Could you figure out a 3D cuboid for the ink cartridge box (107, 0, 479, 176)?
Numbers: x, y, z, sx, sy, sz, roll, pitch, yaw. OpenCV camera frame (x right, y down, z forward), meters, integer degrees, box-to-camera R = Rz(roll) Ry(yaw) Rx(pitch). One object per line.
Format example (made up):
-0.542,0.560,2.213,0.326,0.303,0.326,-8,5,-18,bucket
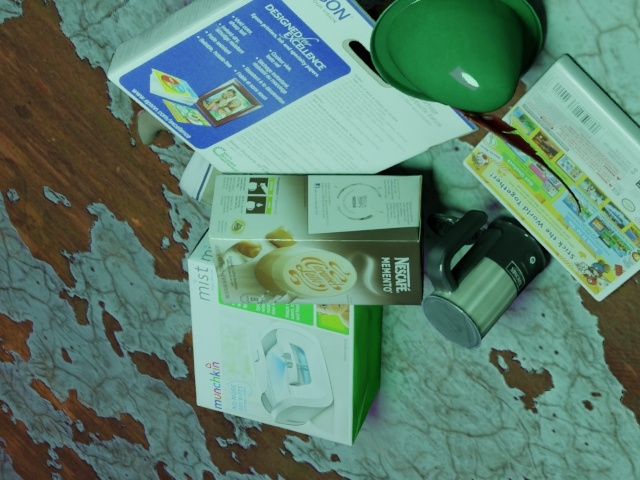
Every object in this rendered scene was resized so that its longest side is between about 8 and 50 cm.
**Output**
-0.029,-0.176,1.758,0.307,0.072,0.303,-25,131,31,ink cartridge box

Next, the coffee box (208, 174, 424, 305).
0.000,0.000,1.848,0.246,0.098,0.141,0,145,6,coffee box

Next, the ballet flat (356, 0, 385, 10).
0.050,-0.318,1.680,0.096,0.095,0.280,26,136,11,ballet flat

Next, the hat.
0.157,-0.144,1.581,0.208,0.183,0.173,-3,140,2,hat

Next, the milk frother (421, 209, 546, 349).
0.162,0.038,1.805,0.129,0.135,0.143,50,155,-12,milk frother

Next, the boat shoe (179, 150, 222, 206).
-0.095,-0.132,1.964,0.094,0.109,0.302,33,149,-1,boat shoe

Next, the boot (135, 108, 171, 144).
-0.201,-0.160,2.071,0.087,0.042,0.118,29,136,20,boot

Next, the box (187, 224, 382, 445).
-0.043,0.112,2.035,0.231,0.127,0.262,13,130,15,box

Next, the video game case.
0.289,-0.064,1.703,0.227,0.026,0.206,46,140,4,video game case
